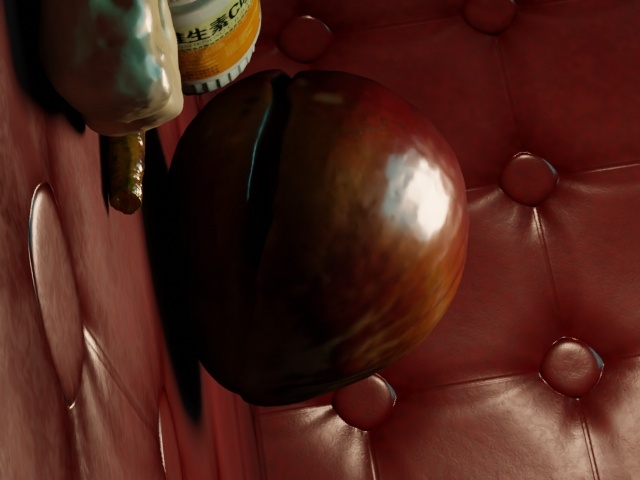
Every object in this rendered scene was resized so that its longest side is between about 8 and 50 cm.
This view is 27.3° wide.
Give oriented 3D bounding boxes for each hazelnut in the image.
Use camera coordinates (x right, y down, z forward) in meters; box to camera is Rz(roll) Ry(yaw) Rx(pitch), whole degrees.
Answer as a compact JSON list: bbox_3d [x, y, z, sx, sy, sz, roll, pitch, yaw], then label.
[{"bbox_3d":[0.000,0.000,1.621,0.429,0.402,0.402,101,-16,-52],"label":"hazelnut"}]

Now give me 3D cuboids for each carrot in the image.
[{"bbox_3d":[-0.176,-0.099,1.182,0.042,0.042,0.170,82,1,-55],"label":"carrot"}]

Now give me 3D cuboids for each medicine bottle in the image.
[{"bbox_3d":[-0.144,-0.266,1.343,0.318,0.158,0.158,87,-6,-77],"label":"medicine bottle"}]

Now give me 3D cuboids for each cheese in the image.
[{"bbox_3d":[-0.157,-0.163,0.991,0.263,0.093,0.159,153,-69,-88],"label":"cheese"}]
